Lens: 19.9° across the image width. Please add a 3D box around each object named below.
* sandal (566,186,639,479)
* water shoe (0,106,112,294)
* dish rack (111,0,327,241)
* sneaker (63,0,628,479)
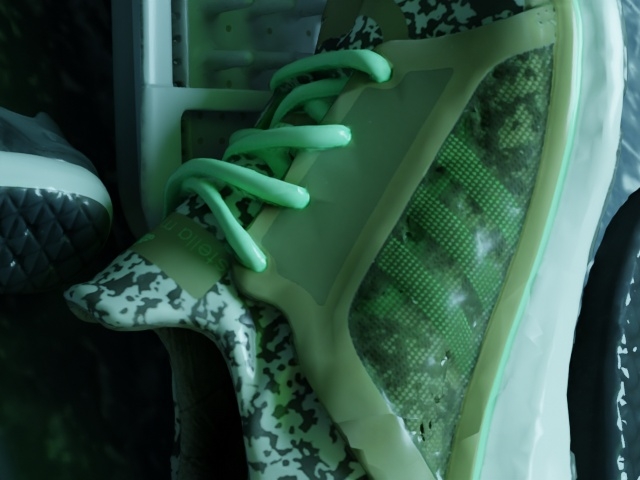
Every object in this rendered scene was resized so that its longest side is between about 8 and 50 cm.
[{"bbox_3d":[0.112,0.148,0.784,0.167,0.107,0.446,48,50,-38],"label":"sandal"},{"bbox_3d":[-0.176,-0.031,0.673,0.203,0.073,0.080,17,26,-35],"label":"water shoe"},{"bbox_3d":[0.010,-0.141,0.829,0.285,0.072,0.333,-3,94,-44],"label":"dish rack"},{"bbox_3d":[0.000,0.000,0.689,0.182,0.158,0.410,8,78,-25],"label":"sneaker"}]
